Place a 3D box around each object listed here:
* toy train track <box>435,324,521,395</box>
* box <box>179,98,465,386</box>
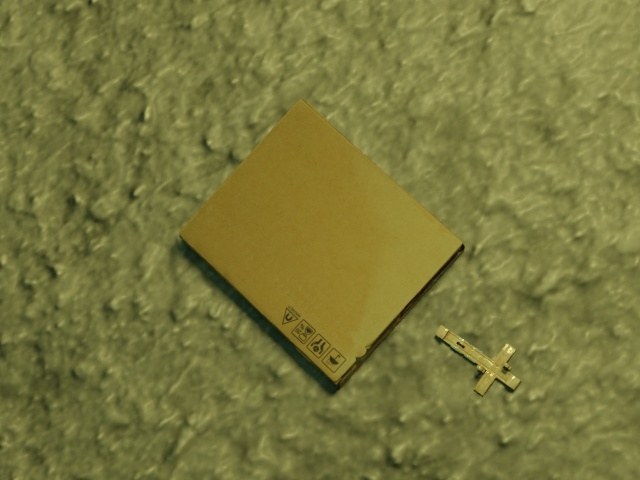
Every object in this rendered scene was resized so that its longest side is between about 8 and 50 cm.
[{"bbox_3d":[0.131,0.097,1.674,0.083,0.014,0.048,35,88,20],"label":"toy train track"},{"bbox_3d":[0.000,0.000,1.726,0.201,0.021,0.164,43,91,19],"label":"box"}]
